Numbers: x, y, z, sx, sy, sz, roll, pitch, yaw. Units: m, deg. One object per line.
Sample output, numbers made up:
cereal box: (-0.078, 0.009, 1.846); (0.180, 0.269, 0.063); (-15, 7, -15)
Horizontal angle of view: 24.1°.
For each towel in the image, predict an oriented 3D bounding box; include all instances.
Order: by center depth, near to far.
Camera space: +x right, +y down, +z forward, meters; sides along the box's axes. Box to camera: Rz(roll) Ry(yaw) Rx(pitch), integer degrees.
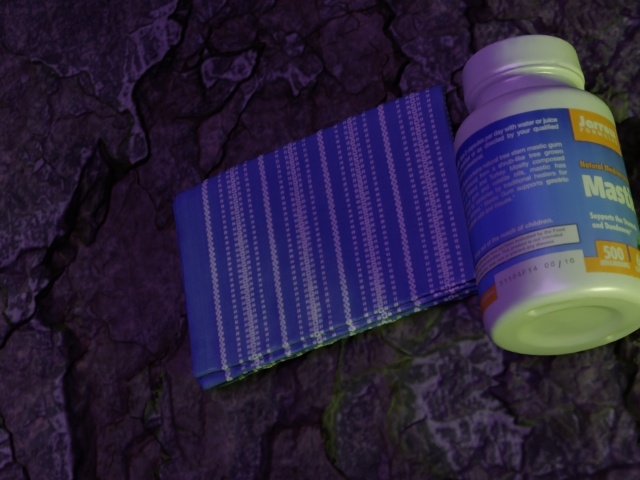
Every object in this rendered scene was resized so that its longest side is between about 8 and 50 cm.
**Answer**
towel: (0.000, 0.000, 1.549); (0.336, 0.040, 0.243); (-21, 60, 20)

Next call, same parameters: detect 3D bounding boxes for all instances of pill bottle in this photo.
pill bottle: (0.204, -0.046, 1.367); (0.152, 0.152, 0.272); (-18, 63, 24)
